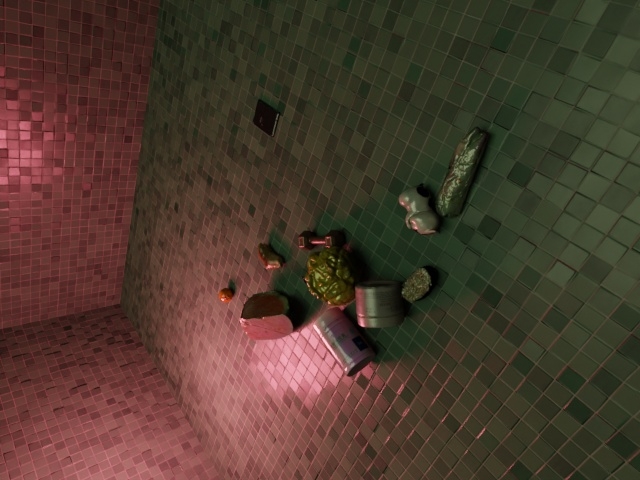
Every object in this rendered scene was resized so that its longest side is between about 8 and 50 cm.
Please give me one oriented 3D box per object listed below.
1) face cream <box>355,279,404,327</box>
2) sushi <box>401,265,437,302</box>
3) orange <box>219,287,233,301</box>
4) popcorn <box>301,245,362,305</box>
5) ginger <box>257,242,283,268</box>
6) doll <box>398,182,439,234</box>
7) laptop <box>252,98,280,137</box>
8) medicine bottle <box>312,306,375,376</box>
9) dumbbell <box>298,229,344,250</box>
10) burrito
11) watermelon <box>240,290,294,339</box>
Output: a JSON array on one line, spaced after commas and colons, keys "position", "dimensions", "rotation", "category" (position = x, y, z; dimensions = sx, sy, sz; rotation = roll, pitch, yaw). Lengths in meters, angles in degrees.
[{"position": [0.221, 0.233, 1.636], "dimensions": [0.177, 0.177, 0.153], "rotation": [-1, 96, 46], "category": "face cream"}, {"position": [0.354, 0.157, 1.556], "dimensions": [0.090, 0.078, 0.150], "rotation": [52, 129, 27], "category": "sushi"}, {"position": [-0.548, 0.315, 2.522], "dimensions": [0.083, 0.083, 0.084], "rotation": [10, 104, 45], "category": "orange"}, {"position": [0.049, 0.146, 1.749], "dimensions": [0.225, 0.249, 0.249], "rotation": [-32, 71, 10], "category": "popcorn"}, {"position": [-0.253, 0.086, 2.182], "dimensions": [0.190, 0.069, 0.095], "rotation": [45, 131, 30], "category": "ginger"}, {"position": [0.342, -0.099, 1.503], "dimensions": [0.106, 0.110, 0.181], "rotation": [-22, 79, 25], "category": "doll"}, {"position": [-0.266, -0.594, 2.118], "dimensions": [0.180, 0.016, 0.129], "rotation": [40, 124, 33], "category": "laptop"}, {"position": [0.095, 0.418, 1.818], "dimensions": [0.254, 0.152, 0.152], "rotation": [50, 129, 27], "category": "medicine bottle"}, {"position": [0.000, 0.000, 1.895], "dimensions": [0.230, 0.082, 0.092], "rotation": [1, 96, 46], "category": "dumbbell"}, {"position": [0.448, -0.215, 1.404], "dimensions": [0.096, 0.066, 0.309], "rotation": [33, 120, 32], "category": "burrito"}, {"position": [-0.256, 0.347, 2.156], "dimensions": [0.292, 0.319, 0.222], "rotation": [-7, 57, 10], "category": "watermelon"}]
